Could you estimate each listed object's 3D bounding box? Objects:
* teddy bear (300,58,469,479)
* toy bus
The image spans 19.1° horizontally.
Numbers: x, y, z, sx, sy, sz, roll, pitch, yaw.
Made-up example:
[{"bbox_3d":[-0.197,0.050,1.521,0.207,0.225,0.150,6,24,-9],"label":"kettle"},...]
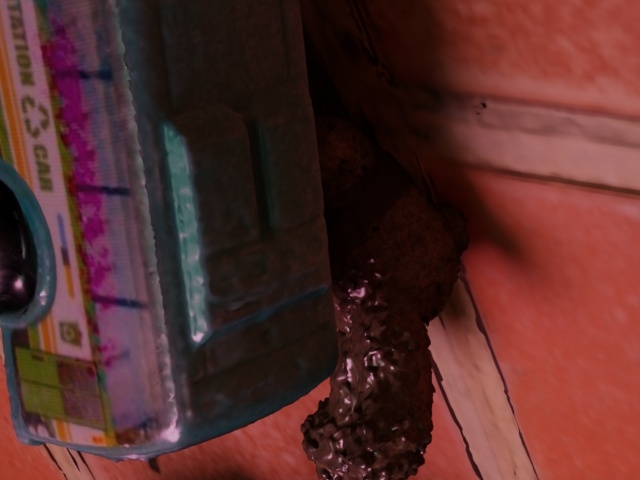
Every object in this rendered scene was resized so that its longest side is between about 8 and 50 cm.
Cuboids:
[{"bbox_3d":[0.009,-0.002,0.632,0.119,0.078,0.160,151,96,-81],"label":"teddy bear"},{"bbox_3d":[-0.060,-0.064,0.555,0.109,0.091,0.262,9,113,45],"label":"toy bus"}]
